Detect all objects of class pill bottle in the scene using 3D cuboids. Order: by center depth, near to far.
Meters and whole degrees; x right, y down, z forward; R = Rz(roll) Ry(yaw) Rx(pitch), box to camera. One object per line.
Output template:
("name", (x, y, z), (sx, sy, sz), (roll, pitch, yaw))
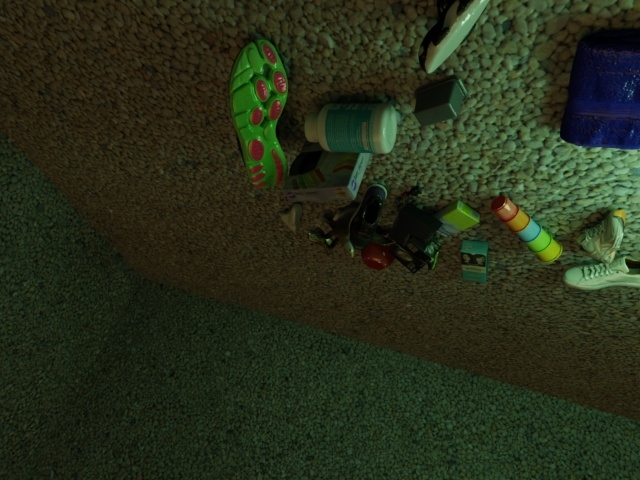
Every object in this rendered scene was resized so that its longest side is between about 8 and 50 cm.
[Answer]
("pill bottle", (0.088, -0.341, 1.367), (0.263, 0.146, 0.146), (7, 150, 23))

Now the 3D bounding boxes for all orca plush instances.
("orca plush", (0.287, -0.509, 0.983), (0.102, 0.151, 0.287), (50, 157, 9))

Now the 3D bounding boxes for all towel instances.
("towel", (0.699, -0.334, 1.048), (0.227, 0.076, 0.308), (6, 150, 24))

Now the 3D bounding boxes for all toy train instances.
("toy train", (0.319, -0.162, 1.667), (0.036, 0.027, 0.158), (32, 150, -14))

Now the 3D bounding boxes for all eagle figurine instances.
("eagle figurine", (0.132, -0.033, 1.906), (0.298, 0.225, 0.226), (-25, 180, 16))

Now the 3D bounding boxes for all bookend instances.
("bookend", (0.357, -0.036, 1.720), (0.157, 0.072, 0.156), (33, 134, 16))

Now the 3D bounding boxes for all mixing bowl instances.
("mixing bowl", (0.257, 0.071, 2.056), (0.181, 0.098, 0.182), (16, 151, 9))

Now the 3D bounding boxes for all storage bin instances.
("storage bin", (0.322, -0.365, 1.227), (0.135, 0.091, 0.098), (-6, 143, 42))

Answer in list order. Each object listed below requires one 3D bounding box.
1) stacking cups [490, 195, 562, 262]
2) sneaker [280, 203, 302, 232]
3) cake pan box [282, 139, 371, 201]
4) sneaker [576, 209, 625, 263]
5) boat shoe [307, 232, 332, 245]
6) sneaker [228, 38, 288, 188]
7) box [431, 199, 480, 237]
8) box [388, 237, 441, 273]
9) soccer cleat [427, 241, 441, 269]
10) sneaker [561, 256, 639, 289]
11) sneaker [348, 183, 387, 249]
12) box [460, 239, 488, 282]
("stacking cups", (0.706, -0.043, 1.569), (0.316, 0.096, 0.096), (36, 149, -20))
("sneaker", (-0.137, -0.109, 2.026), (0.094, 0.080, 0.212), (29, 155, 8))
("cake pan box", (0.024, -0.241, 1.486), (0.266, 0.246, 0.070), (2, 144, 34))
("sneaker", (0.911, -0.011, 1.477), (0.120, 0.099, 0.263), (12, 151, 25))
("boat shoe", (0.001, -0.002, 2.157), (0.132, 0.049, 0.042), (21, -179, -17))
("sneaker", (-0.209, -0.389, 1.419), (0.185, 0.202, 0.483), (-16, 138, -21))
("box", (0.494, -0.077, 1.687), (0.108, 0.043, 0.178), (29, 152, -15))
("box", (0.390, 0.038, 1.880), (0.147, 0.077, 0.180), (42, 153, 5))
("soccer cleat", (0.474, 0.062, 1.946), (0.072, 0.060, 0.179), (21, 148, 20))
("sneaker", (1.024, 0.103, 1.612), (0.289, 0.106, 0.123), (-6, 137, 25))
("sneaker", (0.167, -0.068, 1.702), (0.107, 0.124, 0.284), (15, 123, 1))
("box", (0.640, 0.090, 1.873), (0.100, 0.060, 0.244), (7, 150, 24))
